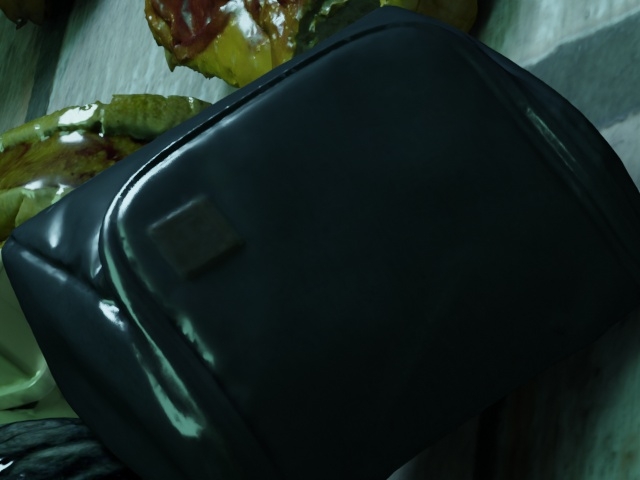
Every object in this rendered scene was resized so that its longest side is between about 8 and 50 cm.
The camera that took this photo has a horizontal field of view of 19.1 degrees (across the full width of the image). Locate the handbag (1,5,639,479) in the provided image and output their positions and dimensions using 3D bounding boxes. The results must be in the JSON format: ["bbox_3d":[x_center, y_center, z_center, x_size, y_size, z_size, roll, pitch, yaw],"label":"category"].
[{"bbox_3d":[-0.002,-0.003,1.011,0.302,0.178,0.275,-31,23,-14],"label":"handbag"}]

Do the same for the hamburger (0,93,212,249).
[{"bbox_3d":[-0.168,-0.011,1.364,0.309,0.211,0.132,-19,69,41],"label":"hamburger"}]

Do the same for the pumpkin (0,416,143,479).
[{"bbox_3d":[-0.109,0.237,1.101,0.296,0.296,0.295,-39,39,41],"label":"pumpkin"}]

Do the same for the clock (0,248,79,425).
[{"bbox_3d":[-0.270,0.132,1.373,0.379,0.276,0.120,-17,39,40],"label":"clock"}]

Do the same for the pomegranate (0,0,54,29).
[{"bbox_3d":[-0.353,-0.367,1.884,0.342,0.342,0.342,-39,39,41],"label":"pomegranate"}]

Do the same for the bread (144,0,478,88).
[{"bbox_3d":[-0.016,-0.180,1.360,0.380,0.109,0.185,30,96,60],"label":"bread"}]
